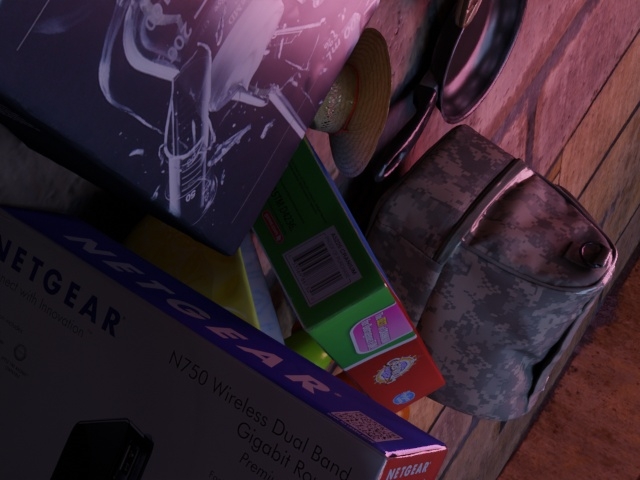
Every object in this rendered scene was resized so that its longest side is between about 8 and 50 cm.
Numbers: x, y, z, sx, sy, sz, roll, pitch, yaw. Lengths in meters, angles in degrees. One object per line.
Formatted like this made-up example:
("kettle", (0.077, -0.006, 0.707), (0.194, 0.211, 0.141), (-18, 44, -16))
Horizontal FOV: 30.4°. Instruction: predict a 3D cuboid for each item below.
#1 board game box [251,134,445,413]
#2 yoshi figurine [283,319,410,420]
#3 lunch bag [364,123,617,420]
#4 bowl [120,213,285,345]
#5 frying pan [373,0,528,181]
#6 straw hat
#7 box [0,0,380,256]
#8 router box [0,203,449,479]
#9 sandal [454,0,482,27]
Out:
("board game box", (0.000, 0.000, 0.972), (0.064, 0.242, 0.316), (-29, 158, 3))
("yoshi figurine", (-0.051, 0.203, 1.127), (0.362, 0.203, 0.203), (-34, 155, -36))
("lunch bag", (0.187, 0.057, 1.394), (0.212, 0.256, 0.305), (-42, 160, -38))
("bowl", (-0.107, 0.104, 0.915), (0.156, 0.289, 0.289), (-16, 151, 0))
("frying pan", (0.148, -0.177, 1.358), (0.326, 0.053, 0.197), (-57, 158, -10))
("straw hat", (0.007, -0.130, 1.067), (0.061, 0.144, 0.144), (4, 120, -22))
("box", (-0.080, -0.209, 0.615), (0.343, 0.179, 0.312), (-60, 160, -5))
("router box", (-0.130, 0.180, 0.745), (0.082, 0.335, 0.301), (9, 106, -59))
("sandal", (0.151, -0.312, 1.217), (0.072, 0.049, 0.180), (-38, 134, -58))
